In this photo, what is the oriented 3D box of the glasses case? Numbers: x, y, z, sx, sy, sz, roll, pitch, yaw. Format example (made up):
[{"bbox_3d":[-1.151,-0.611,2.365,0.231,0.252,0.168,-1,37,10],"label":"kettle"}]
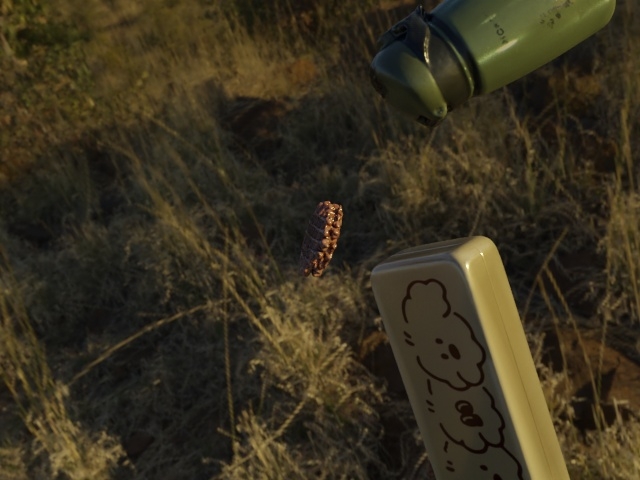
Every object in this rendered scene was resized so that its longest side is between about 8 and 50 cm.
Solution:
[{"bbox_3d":[0.173,0.168,0.866,0.144,0.336,0.076,-13,9,46],"label":"glasses case"}]

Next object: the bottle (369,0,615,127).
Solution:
[{"bbox_3d":[0.236,-0.297,1.084,0.347,0.168,0.168,-32,28,-2],"label":"bottle"}]

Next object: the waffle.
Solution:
[{"bbox_3d":[0.000,0.000,0.791,0.029,0.075,0.083,17,44,-12],"label":"waffle"}]
